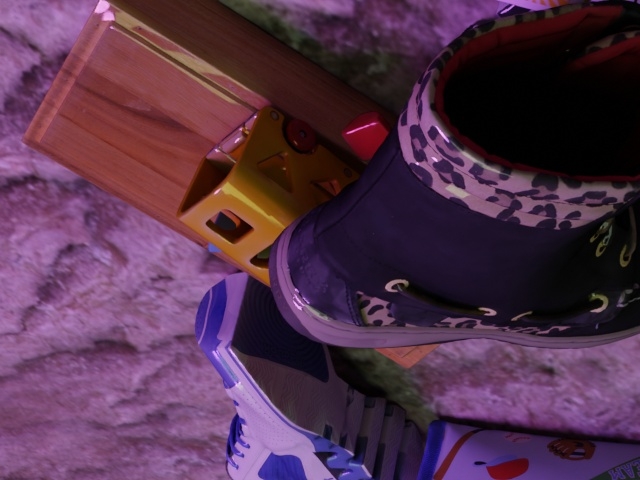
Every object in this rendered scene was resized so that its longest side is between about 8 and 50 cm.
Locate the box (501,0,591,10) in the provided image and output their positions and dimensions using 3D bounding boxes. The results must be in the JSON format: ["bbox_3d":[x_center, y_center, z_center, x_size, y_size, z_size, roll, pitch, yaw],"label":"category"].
[{"bbox_3d":[0.087,-0.227,0.759,0.203,0.103,0.114,18,130,17],"label":"box"}]

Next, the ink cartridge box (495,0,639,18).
[{"bbox_3d":[0.226,-0.186,0.828,0.097,0.046,0.207,38,136,-21],"label":"ink cartridge box"}]

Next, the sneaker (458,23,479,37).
[{"bbox_3d":[0.104,-0.118,0.958,0.044,0.040,0.109,30,139,-14],"label":"sneaker"}]

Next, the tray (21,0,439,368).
[{"bbox_3d":[-0.033,-0.052,1.062,0.411,0.076,0.203,32,138,-12],"label":"tray"}]

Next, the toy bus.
[{"bbox_3d":[-0.012,-0.005,0.970,0.202,0.104,0.191,7,138,16],"label":"toy bus"}]

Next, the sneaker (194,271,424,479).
[{"bbox_3d":[-0.049,0.186,1.289,0.182,0.127,0.315,-19,128,34],"label":"sneaker"}]

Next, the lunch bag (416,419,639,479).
[{"bbox_3d":[0.231,0.383,1.194,0.328,0.385,0.239,4,137,20],"label":"lunch bag"}]

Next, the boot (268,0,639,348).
[{"bbox_3d":[0.175,-0.033,0.819,0.377,0.138,0.284,-2,158,-17],"label":"boot"}]
